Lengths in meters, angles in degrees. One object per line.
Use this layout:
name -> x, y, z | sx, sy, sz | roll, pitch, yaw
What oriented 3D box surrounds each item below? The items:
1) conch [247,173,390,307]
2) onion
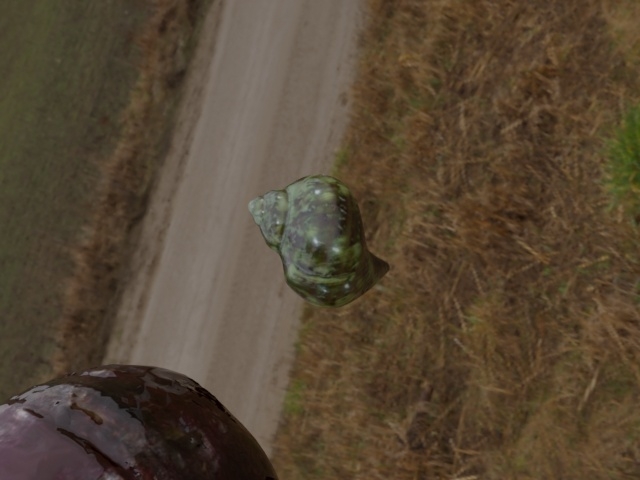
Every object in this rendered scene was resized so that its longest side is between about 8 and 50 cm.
conch -> -0.003, 0.001, 1.065 | 0.124, 0.181, 0.187 | -34, 12, -6
onion -> -0.183, 0.267, 0.605 | 0.336, 0.282, 0.260 | -55, -12, 27
